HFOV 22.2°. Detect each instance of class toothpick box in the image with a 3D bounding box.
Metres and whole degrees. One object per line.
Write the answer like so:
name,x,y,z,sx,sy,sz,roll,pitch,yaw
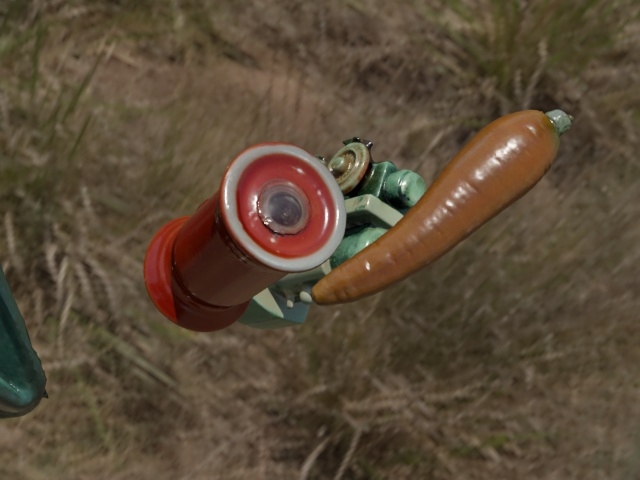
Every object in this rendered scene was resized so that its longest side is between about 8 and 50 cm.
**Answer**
toothpick box,-0.029,0.001,0.574,0.047,0.083,0.047,9,68,-24

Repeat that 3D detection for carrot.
carrot,0.055,-0.014,0.706,0.142,0.035,0.035,-39,80,-12

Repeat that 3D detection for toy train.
toy train,0.000,0.000,1.246,0.081,0.194,0.125,32,62,-31

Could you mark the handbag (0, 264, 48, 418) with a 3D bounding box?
handbag,-0.284,-0.014,0.773,0.089,0.326,0.238,-34,121,-43
